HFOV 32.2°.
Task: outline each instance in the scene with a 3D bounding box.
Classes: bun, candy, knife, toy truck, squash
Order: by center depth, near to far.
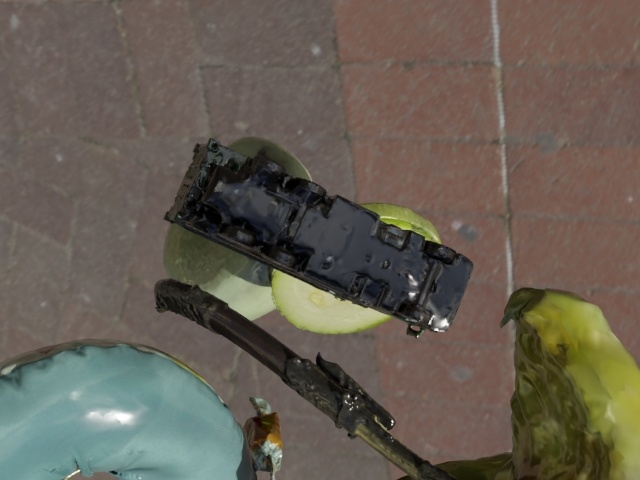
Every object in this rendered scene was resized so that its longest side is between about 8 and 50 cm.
[{"bbox_3d":[-0.003,0.066,0.522,0.222,0.021,0.046,29,148,29],"label":"knife"},{"bbox_3d":[0.000,0.000,0.983,0.259,0.121,0.088,25,84,-14],"label":"toy truck"},{"bbox_3d":[-0.070,0.239,1.336,0.046,0.182,0.053,1,106,-6],"label":"candy"},{"bbox_3d":[0.043,0.037,1.357,0.219,0.041,0.219,-8,142,-6],"label":"squash"},{"bbox_3d":[-0.095,-0.002,1.650,0.283,0.283,0.179,-27,141,33],"label":"bun"}]

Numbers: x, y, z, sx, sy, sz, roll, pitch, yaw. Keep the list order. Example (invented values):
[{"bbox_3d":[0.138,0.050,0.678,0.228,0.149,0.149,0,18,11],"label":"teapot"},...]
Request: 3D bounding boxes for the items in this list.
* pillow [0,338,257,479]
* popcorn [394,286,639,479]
[{"bbox_3d":[-0.163,0.163,0.705,0.233,0.086,0.214,-37,127,-2],"label":"pillow"},{"bbox_3d":[0.164,0.209,0.635,0.325,0.290,0.321,3,78,47],"label":"popcorn"}]
